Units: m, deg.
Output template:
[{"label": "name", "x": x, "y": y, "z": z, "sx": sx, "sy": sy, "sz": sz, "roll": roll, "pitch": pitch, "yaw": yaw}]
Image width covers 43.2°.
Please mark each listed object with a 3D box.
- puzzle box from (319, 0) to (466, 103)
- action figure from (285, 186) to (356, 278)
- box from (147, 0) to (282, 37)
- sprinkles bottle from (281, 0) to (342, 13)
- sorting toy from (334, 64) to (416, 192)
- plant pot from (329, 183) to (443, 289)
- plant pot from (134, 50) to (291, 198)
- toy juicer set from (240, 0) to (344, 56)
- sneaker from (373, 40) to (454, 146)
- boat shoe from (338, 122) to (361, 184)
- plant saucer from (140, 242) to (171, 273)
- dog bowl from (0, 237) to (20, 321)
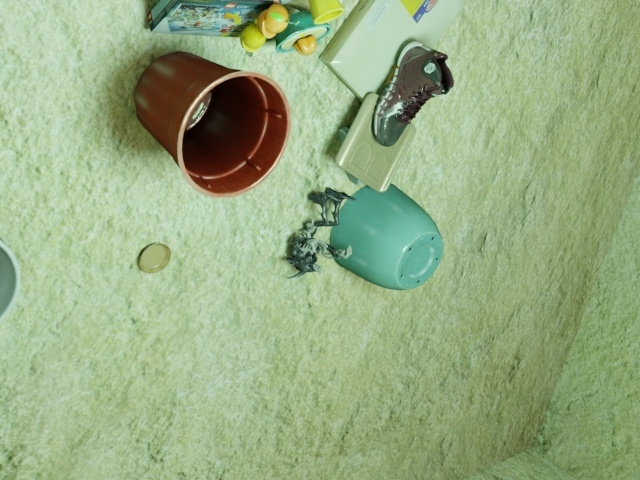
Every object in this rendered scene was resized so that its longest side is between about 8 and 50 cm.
[{"label": "puzzle box", "x": 0.198, "y": -0.554, "z": 2.091, "sx": 0.409, "sy": 0.052, "sz": 0.272, "roll": -54, "pitch": 138, "yaw": 0}, {"label": "action figure", "x": 0.000, "y": 0.000, "z": 2.219, "sx": 0.164, "sy": 0.140, "sz": 0.276, "roll": -2, "pitch": 117, "yaw": -55}, {"label": "box", "x": -0.219, "y": -0.479, "z": 1.677, "sx": 0.233, "sy": 0.159, "sz": 0.044, "roll": -7, "pitch": 80, "yaw": -37}, {"label": "sprinkles bottle", "x": -0.106, "y": -0.579, "z": 1.741, "sx": 0.355, "sy": 0.121, "sz": 0.121, "roll": 6, "pitch": 113, "yaw": -45}, {"label": "sorting toy", "x": 0.168, "y": -0.302, "z": 2.170, "sx": 0.229, "sy": 0.041, "sz": 0.307, "roll": 27, "pitch": 90, "yaw": -49}, {"label": "plant pot", "x": 0.213, "y": 0.008, "z": 2.346, "sx": 0.293, "sy": 0.235, "sz": 0.293, "roll": -24, "pitch": 131, "yaw": -31}, {"label": "plant pot", "x": -0.247, "y": -0.265, "z": 1.714, "sx": 0.272, "sy": 0.265, "sz": 0.273, "roll": -23, "pitch": 129, "yaw": -30}, {"label": "toy juicer set", "x": -0.074, "y": -0.440, "z": 1.783, "sx": 0.209, "sy": 0.329, "sz": 0.090, "roll": -21, "pitch": 89, "yaw": -11}, {"label": "sneaker", "x": 0.244, "y": -0.361, "z": 2.059, "sx": 0.106, "sy": 0.162, "sz": 0.282, "roll": 9, "pitch": 103, "yaw": -47}, {"label": "boat shoe", "x": 0.107, "y": -0.241, "z": 2.208, "sx": 0.083, "sy": 0.065, "sz": 0.183, "roll": -32, "pitch": 133, "yaw": -21}, {"label": "plant saucer", "x": -0.403, "y": 0.041, "z": 1.965, "sx": 0.083, "sy": 0.015, "sz": 0.084, "roll": -22, "pitch": 130, "yaw": -30}, {"label": "dog bowl", "x": -0.745, "y": 0.078, "z": 1.607, "sx": 0.264, "sy": 0.104, "sz": 0.265, "roll": -24, "pitch": 131, "yaw": -30}]
